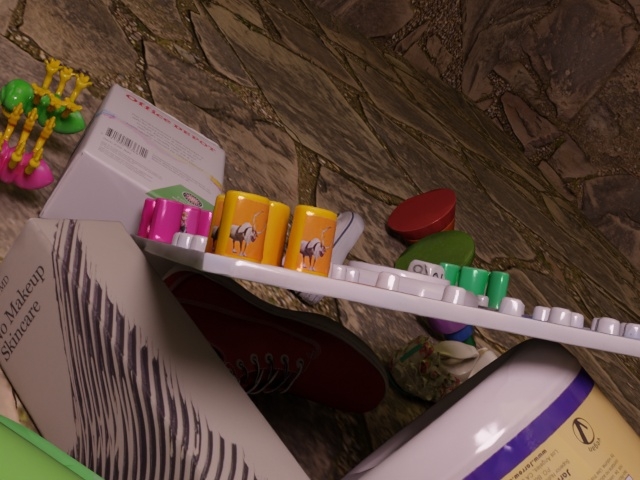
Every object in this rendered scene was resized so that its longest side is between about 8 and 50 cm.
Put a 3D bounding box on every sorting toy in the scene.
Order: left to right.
[{"bbox_3d":[0.194,0.056,1.334,0.366,0.127,0.126,-92,157,-60],"label":"sorting toy"}]

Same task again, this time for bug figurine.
[{"bbox_3d":[-0.342,-0.131,0.820,0.216,0.072,0.279,23,29,-14],"label":"bug figurine"}]

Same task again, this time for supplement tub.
[{"bbox_3d":[0.170,0.262,0.594,0.331,0.241,0.241,52,23,10],"label":"supplement tub"}]

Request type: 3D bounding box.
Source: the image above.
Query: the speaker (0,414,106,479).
[{"bbox_3d":[-0.142,0.183,0.437,0.296,0.131,0.131,36,21,-5],"label":"speaker"}]

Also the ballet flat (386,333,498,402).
[{"bbox_3d":[0.182,0.167,1.069,0.241,0.077,0.091,17,29,-46],"label":"ballet flat"}]

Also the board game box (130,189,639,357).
[{"bbox_3d":[0.063,0.026,0.687,0.389,0.050,0.390,12,-2,-19],"label":"board game box"}]

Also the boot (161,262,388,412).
[{"bbox_3d":[-0.050,0.125,0.769,0.244,0.088,0.176,26,23,-9],"label":"boot"}]

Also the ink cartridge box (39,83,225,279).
[{"bbox_3d":[-0.190,-0.064,0.916,0.154,0.093,0.212,31,23,-19],"label":"ink cartridge box"}]

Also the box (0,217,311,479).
[{"bbox_3d":[-0.134,0.113,0.615,0.275,0.113,0.094,47,24,25],"label":"box"}]

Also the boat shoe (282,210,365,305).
[{"bbox_3d":[0.000,0.000,1.105,0.075,0.083,0.226,38,21,-4],"label":"boat shoe"}]
